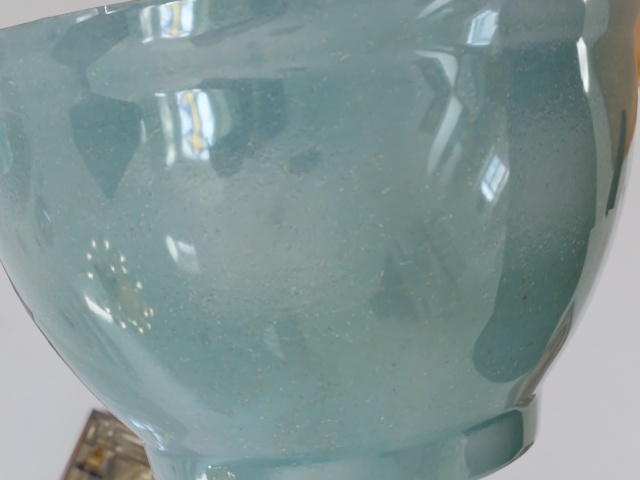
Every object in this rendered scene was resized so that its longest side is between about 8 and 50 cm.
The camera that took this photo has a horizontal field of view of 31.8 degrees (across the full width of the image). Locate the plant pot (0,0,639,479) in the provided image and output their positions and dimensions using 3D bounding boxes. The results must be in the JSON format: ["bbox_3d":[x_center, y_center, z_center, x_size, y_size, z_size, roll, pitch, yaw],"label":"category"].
[{"bbox_3d":[0.000,0.000,0.492,0.293,0.196,0.293,-8,-174,1],"label":"plant pot"}]
